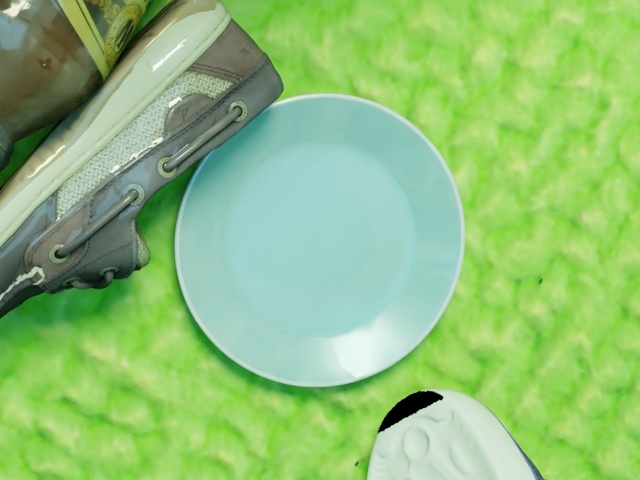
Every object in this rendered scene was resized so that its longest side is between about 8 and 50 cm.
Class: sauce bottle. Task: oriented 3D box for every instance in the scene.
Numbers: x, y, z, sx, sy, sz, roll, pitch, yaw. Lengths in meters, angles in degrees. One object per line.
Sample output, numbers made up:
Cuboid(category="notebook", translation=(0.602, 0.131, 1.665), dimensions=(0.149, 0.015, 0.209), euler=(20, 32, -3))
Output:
Cuboid(category="sauce bottle", translation=(-0.140, -0.143, 0.620), dimensions=(0.111, 0.111, 0.344), euler=(31, 78, -16))

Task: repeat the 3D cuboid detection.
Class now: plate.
Cuboid(category="plate", translation=(0.000, 0.000, 0.757), dimensions=(0.188, 0.024, 0.188), euler=(-2, 100, -13))

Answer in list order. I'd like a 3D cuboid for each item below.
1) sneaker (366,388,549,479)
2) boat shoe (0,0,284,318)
Cuboid(category="sneaker", translation=(0.171, 0.251, 0.803), dimensions=(0.236, 0.130, 0.323), euler=(4, 60, -51))
Cuboid(category="boat shoe", translation=(-0.134, -0.016, 0.682), dimensions=(0.092, 0.103, 0.285), euler=(41, 88, -13))
